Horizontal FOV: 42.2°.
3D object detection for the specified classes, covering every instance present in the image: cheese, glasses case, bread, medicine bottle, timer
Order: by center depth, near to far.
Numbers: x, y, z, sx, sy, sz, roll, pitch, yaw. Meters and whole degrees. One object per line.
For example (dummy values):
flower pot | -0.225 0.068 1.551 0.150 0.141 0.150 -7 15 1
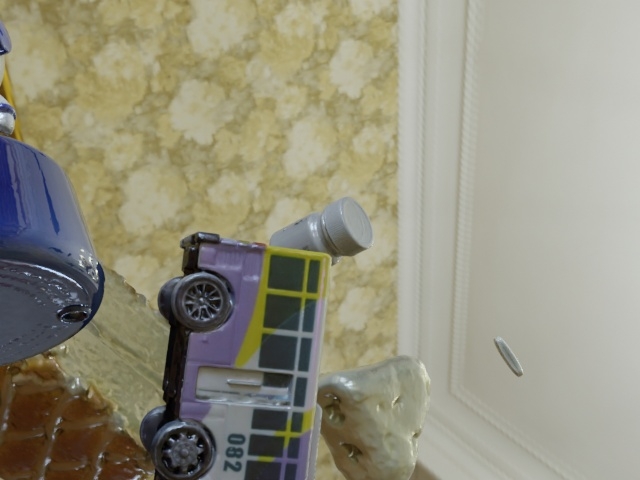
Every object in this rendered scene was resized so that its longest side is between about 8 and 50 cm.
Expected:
timer | -0.373 -0.087 0.810 0.270 0.270 0.383 122 -43 -53
bread | -0.434 0.267 1.465 0.371 0.279 0.390 45 -54 -15
medicine bottle | 0.000 0.000 1.483 0.168 0.105 0.105 -27 -96 28
glasses case | 0.342 0.211 1.511 0.083 0.021 0.032 58 0 9
cheese | 0.108 0.329 1.562 0.174 0.248 0.251 -21 -87 43

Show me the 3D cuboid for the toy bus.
toy bus | -0.123 0.223 1.227 0.209 0.249 0.440 167 -70 -72
